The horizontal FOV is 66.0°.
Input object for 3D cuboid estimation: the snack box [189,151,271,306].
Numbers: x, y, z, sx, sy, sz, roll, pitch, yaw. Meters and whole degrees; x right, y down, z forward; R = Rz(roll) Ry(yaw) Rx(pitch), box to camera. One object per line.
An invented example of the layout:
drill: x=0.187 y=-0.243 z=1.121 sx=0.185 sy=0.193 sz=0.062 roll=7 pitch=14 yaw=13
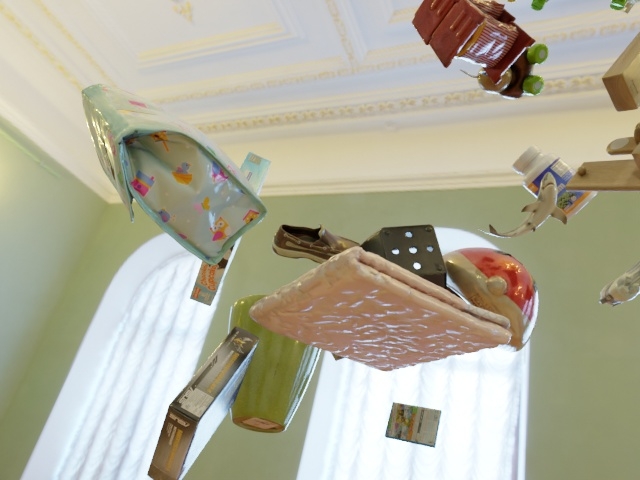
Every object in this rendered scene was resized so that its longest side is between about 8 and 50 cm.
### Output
snack box: x=-0.206 y=-0.020 z=1.110 sx=0.060 sy=0.187 sz=0.322 roll=23 pitch=-50 yaw=-7

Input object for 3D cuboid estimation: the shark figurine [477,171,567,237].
shark figurine: x=0.672 y=-0.077 z=1.608 sx=0.166 sy=0.116 sz=0.278 roll=44 pitch=-72 yaw=-10

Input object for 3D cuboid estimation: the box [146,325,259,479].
box: x=-0.201 y=0.288 z=0.872 sx=0.056 sy=0.231 sz=0.183 roll=26 pitch=-63 yaw=7

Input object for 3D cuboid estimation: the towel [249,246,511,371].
towel: x=0.084 y=0.131 z=0.817 sx=0.316 sy=0.054 sz=0.331 roll=25 pitch=-32 yaw=-22

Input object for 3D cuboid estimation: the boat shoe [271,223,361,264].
boat shoe: x=0.001 y=0.005 z=1.342 sx=0.257 sy=0.095 sz=0.095 roll=5 pitch=-51 yaw=-14

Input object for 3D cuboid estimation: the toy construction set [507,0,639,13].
toy construction set: x=0.598 y=-0.573 z=1.086 sx=0.327 sy=0.151 sz=0.215 roll=10 pitch=-3 yaw=-1

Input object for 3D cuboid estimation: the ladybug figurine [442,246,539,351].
ladybug figurine: x=0.437 y=0.138 z=1.281 sx=0.305 sy=0.162 sz=0.449 roll=50 pitch=-3 yaw=13

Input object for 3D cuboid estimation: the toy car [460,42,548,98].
toy car: x=0.468 y=-0.450 z=1.300 sx=0.188 sy=0.149 sz=0.155 roll=-7 pitch=19 yaw=-24

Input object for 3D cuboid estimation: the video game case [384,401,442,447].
video game case: x=0.297 y=0.588 z=1.580 sx=0.166 sy=0.119 sz=0.015 roll=0 pitch=-39 yaw=30

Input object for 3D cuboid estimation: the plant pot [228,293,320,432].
plant pot: x=-0.135 y=0.337 z=1.297 sx=0.274 sy=0.294 sz=0.275 roll=6 pitch=-36 yaw=4

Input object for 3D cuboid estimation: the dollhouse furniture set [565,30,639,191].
dollhouse furniture set: x=0.382 y=-0.168 z=0.642 sx=0.151 sy=0.144 sz=0.123 roll=49 pitch=-17 yaw=-22

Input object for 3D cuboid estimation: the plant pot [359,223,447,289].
plant pot: x=0.193 y=0.063 z=1.137 sx=0.187 sy=0.188 sz=0.167 roll=-4 pitch=-30 yaw=-8

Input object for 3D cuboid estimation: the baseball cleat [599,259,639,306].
baseball cleat: x=0.738 y=0.093 z=1.164 sx=0.205 sy=0.072 sz=0.109 roll=-18 pitch=-19 yaw=-20

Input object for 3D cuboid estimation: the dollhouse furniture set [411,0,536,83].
dollhouse furniture set: x=0.373 y=-0.511 z=0.945 sx=0.201 sy=0.152 sz=0.374 roll=-4 pitch=-35 yaw=-38

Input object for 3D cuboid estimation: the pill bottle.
pill bottle: x=0.821 y=-0.212 z=1.751 sx=0.272 sy=0.152 sz=0.152 roll=46 pitch=-24 yaw=14

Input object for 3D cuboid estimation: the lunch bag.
lunch bag: x=-0.239 y=-0.114 z=0.755 sx=0.223 sy=0.160 sz=0.262 roll=44 pitch=1 yaw=44

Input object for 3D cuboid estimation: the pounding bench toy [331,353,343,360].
pounding bench toy: x=0.057 y=0.288 z=1.408 sx=0.052 sy=0.083 sz=0.065 roll=-2 pitch=-41 yaw=-48
